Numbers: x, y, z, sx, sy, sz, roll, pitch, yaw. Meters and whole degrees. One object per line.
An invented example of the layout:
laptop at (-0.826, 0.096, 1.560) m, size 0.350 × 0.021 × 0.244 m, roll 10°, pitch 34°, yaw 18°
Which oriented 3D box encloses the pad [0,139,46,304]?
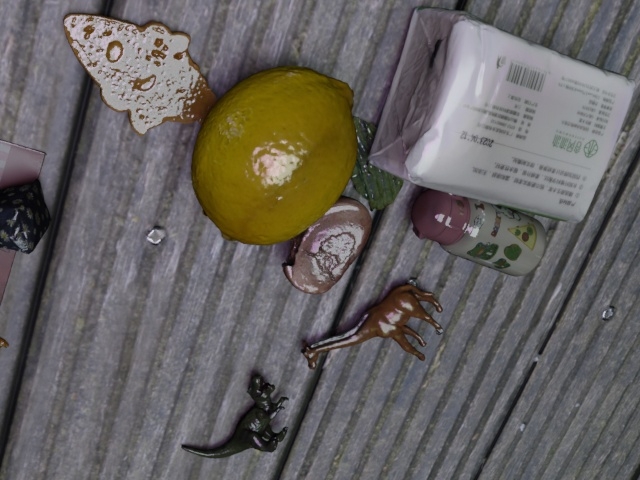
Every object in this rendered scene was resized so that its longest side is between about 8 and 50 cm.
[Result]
pad at (-0.544, -0.021, 1.049) m, size 0.202 × 0.005 × 0.299 m, roll 16°, pitch 108°, yaw -26°

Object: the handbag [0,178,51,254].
handbag at (-0.466, -0.035, 1.013) m, size 0.139 × 0.115 × 0.072 m, roll 0°, pitch 120°, yaw -4°

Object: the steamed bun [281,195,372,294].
steamed bun at (0.000, 0.000, 1.183) m, size 0.106 × 0.145 × 0.175 m, roll 32°, pitch 93°, yaw -14°

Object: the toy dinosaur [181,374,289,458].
toy dinosaur at (-0.152, 0.329, 1.359) m, size 0.179 × 0.087 × 0.187 m, roll 13°, pitch 95°, yaw 13°

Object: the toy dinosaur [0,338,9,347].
toy dinosaur at (-0.550, 0.170, 1.126) m, size 0.113 × 0.026 × 0.041 m, roll 6°, pitch 105°, yaw -33°

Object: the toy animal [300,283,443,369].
toy animal at (0.102, 0.171, 1.347) m, size 0.230 × 0.066 × 0.224 m, roll 24°, pitch 100°, yaw -21°

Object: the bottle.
bottle at (0.278, -0.022, 1.290) m, size 0.253 × 0.120 × 0.120 m, roll 19°, pitch 106°, yaw -28°

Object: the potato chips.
potato chips at (0.084, -0.140, 1.215) m, size 0.092 × 0.028 × 0.207 m, roll -31°, pitch 123°, yaw -6°

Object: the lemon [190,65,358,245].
lemon at (-0.068, -0.122, 1.050) m, size 0.236 × 0.236 × 0.263 m, roll 29°, pitch 75°, yaw -29°

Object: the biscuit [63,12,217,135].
biscuit at (-0.255, -0.243, 1.033) m, size 0.250 × 0.035 × 0.162 m, roll 33°, pitch 95°, yaw -31°

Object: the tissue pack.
tissue pack at (0.287, -0.196, 1.161) m, size 0.357 × 0.194 × 0.266 m, roll 12°, pitch 103°, yaw -26°
